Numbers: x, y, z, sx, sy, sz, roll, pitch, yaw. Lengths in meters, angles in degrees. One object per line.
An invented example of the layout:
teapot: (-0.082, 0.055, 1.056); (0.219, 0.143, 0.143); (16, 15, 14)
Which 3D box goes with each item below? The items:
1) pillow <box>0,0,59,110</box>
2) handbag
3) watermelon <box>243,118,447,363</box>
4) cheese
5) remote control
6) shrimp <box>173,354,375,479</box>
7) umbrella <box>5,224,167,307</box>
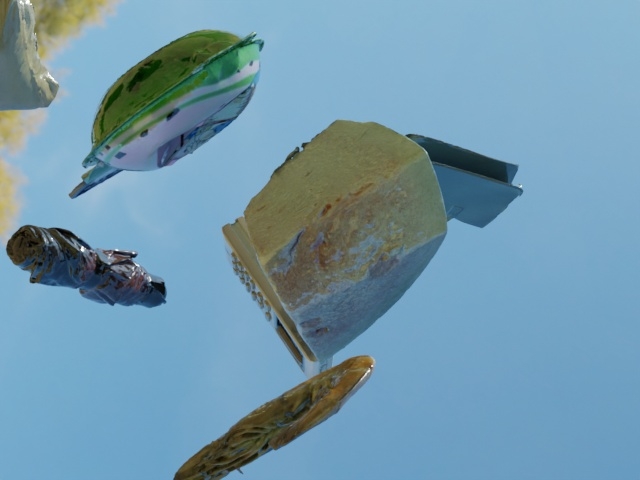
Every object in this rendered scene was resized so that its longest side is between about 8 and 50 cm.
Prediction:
pillow: (-0.319, -0.147, 0.877); (0.208, 0.119, 0.053); (-4, -138, -5)
handbag: (0.201, -0.087, 1.791); (0.144, 0.221, 0.057); (-49, -144, 46)
watermelon: (0.000, 0.000, 1.508); (0.228, 0.258, 0.387); (49, -50, 24)
cheese: (-0.154, -0.112, 1.057); (0.204, 0.083, 0.320); (-37, -178, -35)
remote control: (-0.072, 0.096, 1.805); (0.056, 0.103, 0.277); (-29, -112, -14)
shrimp: (-0.058, 0.227, 1.317); (0.296, 0.058, 0.169); (-35, -179, 6)
umbrella: (-0.334, 0.046, 1.663); (0.094, 0.326, 0.090); (-16, -111, 26)
